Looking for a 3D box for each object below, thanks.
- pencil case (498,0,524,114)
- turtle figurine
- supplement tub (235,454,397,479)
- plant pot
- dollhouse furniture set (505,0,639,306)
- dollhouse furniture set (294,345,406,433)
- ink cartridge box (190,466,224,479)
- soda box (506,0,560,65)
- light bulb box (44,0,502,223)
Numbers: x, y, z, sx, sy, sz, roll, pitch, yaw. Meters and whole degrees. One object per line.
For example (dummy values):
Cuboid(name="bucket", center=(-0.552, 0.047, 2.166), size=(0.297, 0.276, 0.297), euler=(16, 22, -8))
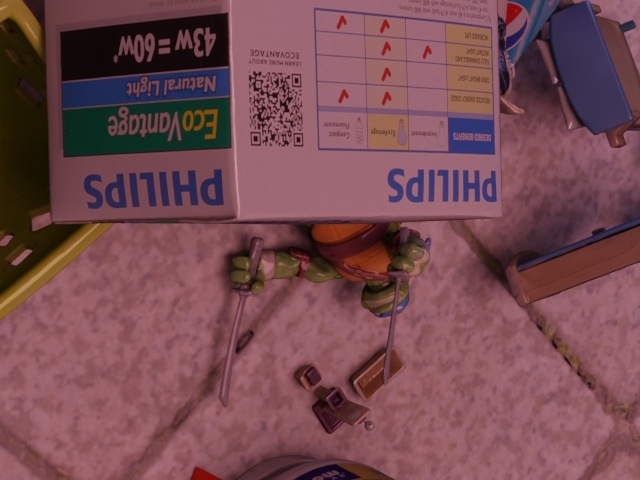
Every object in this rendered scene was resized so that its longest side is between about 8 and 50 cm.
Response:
Cuboid(name="pencil case", center=(0.129, -0.327, 1.950), size=(0.184, 0.160, 0.410), euler=(11, 84, -30))
Cuboid(name="turtle figurine", center=(0.000, 0.000, 1.957), size=(0.275, 0.198, 0.266), euler=(-37, 113, -27))
Cuboid(name="supplement tub", center=(0.046, 0.359, 1.986), size=(0.241, 0.331, 0.241), euler=(-9, 106, -32))
Cuboid(name="plant pot", center=(-0.331, -0.075, 1.712), size=(0.227, 0.207, 0.228), euler=(-41, 120, -19))
Cuboid(name="dollhouse furniture set", center=(0.291, -0.111, 2.202), size=(0.286, 0.198, 0.303), euler=(-9, 79, -67))
Cuboid(name="dollhouse furniture set", center=(0.050, 0.149, 2.093), size=(0.114, 0.081, 0.091), euler=(-41, 120, -20))
Cuboid(name="ink cartridge box", center=(-0.129, 0.358, 1.958), size=(0.066, 0.189, 0.232), euler=(12, 94, -40))
Cuboid(name="soda box", center=(0.185, -0.237, 2.051), size=(0.067, 0.071, 0.210), euler=(18, 117, -35))
Cuboid(name="light bulb box", center=(-0.035, -0.193, 1.682), size=(0.358, 0.225, 0.361), euler=(-1, 90, -48))
